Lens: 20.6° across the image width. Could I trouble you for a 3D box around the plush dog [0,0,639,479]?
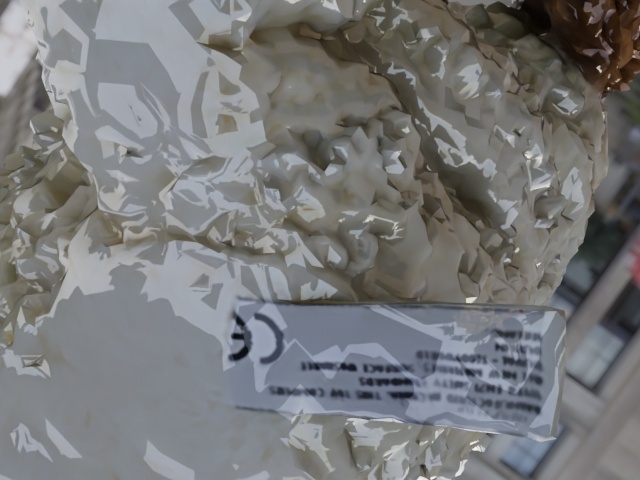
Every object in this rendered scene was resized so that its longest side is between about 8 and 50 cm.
[{"bbox_3d":[0.000,0.000,0.459,0.211,0.262,0.225,51,-149,4],"label":"plush dog"}]
